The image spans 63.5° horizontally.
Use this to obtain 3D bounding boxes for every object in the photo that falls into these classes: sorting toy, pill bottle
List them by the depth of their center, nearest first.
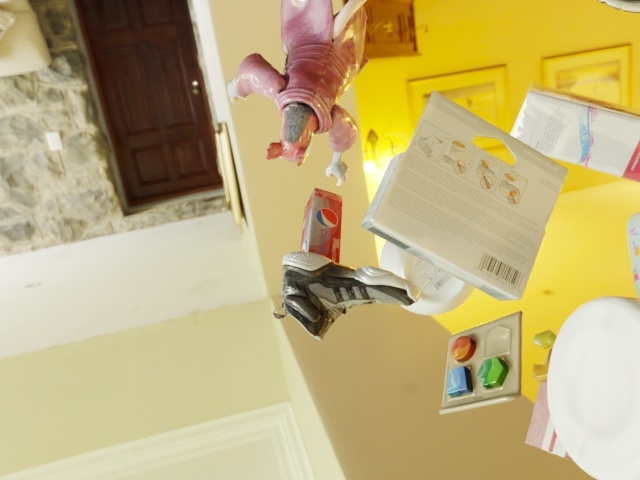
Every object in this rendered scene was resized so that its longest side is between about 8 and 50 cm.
[{"bbox_3d":[0.475,0.187,0.588,0.362,0.204,0.204,9,-166,-8],"label":"pill bottle"},{"bbox_3d":[0.383,0.251,1.127,0.307,0.041,0.229,-35,-156,46],"label":"sorting toy"}]

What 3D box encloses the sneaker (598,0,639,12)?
[{"bbox_3d":[0.674,-0.519,1.030,0.279,0.118,0.107,24,-140,29],"label":"sneaker"}]

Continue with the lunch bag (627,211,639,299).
[{"bbox_3d":[0.828,0.053,1.151,0.224,0.278,0.108,-10,178,6],"label":"lunch bag"}]

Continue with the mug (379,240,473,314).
[{"bbox_3d":[0.346,0.048,1.453,0.374,0.276,0.328,-33,178,6],"label":"mug"}]

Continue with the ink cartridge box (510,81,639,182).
[{"bbox_3d":[0.595,-0.245,1.151,0.307,0.131,0.226,22,-153,14],"label":"ink cartridge box"}]

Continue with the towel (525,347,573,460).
[{"bbox_3d":[0.568,0.344,1.060,0.037,0.236,0.329,24,167,-13],"label":"towel"}]

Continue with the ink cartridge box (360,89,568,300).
[{"bbox_3d":[0.235,-0.068,0.828,0.275,0.238,0.060,27,167,-10],"label":"ink cartridge box"}]

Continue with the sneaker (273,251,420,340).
[{"bbox_3d":[0.045,0.120,0.977,0.269,0.153,0.101,14,167,5],"label":"sneaker"}]

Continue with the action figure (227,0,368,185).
[{"bbox_3d":[0.008,-0.260,0.812,0.248,0.369,0.276,24,145,-20],"label":"action figure"}]

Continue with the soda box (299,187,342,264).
[{"bbox_3d":[0.000,0.000,1.300,0.084,0.092,0.263,14,-127,-12],"label":"soda box"}]
